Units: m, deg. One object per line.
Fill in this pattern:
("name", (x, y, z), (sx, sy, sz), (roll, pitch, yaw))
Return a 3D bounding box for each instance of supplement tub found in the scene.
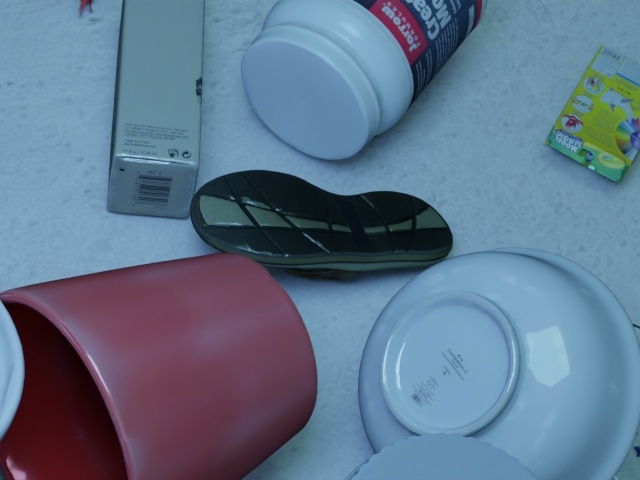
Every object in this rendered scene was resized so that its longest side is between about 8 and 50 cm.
("supplement tub", (0.052, -0.240, 1.791), (0.191, 0.191, 0.272), (33, 56, 9))

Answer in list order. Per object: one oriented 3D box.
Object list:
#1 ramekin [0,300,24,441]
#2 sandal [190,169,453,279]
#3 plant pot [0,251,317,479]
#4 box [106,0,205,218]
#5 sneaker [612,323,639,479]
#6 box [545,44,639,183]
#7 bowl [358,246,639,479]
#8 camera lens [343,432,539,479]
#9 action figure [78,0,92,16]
("ramekin", (-0.399, 0.128, 1.341), (0.273, 0.127, 0.273), (14, 46, -15))
("sandal", (0.001, 0.001, 1.694), (0.302, 0.086, 0.120), (7, 49, -25))
("plant pot", (-0.154, 0.138, 1.472), (0.243, 0.275, 0.275), (-23, 64, -37))
("box", (-0.181, -0.167, 1.742), (0.094, 0.113, 0.275), (6, 58, -9))
("sneaker", (0.288, 0.175, 1.610), (0.182, 0.127, 0.315), (-22, 63, -22))
("box", (0.344, -0.145, 1.884), (0.105, 0.043, 0.179), (30, 54, 7))
("bowl", (0.148, 0.131, 1.507), (0.298, 0.134, 0.298), (-10, 69, 27))
("camera lens", (0.084, 0.317, 1.382), (0.219, 0.274, 0.219), (6, 56, -9))
("action figure", (-0.242, -0.367, 1.883), (0.091, 0.139, 0.280), (39, 35, 17))
